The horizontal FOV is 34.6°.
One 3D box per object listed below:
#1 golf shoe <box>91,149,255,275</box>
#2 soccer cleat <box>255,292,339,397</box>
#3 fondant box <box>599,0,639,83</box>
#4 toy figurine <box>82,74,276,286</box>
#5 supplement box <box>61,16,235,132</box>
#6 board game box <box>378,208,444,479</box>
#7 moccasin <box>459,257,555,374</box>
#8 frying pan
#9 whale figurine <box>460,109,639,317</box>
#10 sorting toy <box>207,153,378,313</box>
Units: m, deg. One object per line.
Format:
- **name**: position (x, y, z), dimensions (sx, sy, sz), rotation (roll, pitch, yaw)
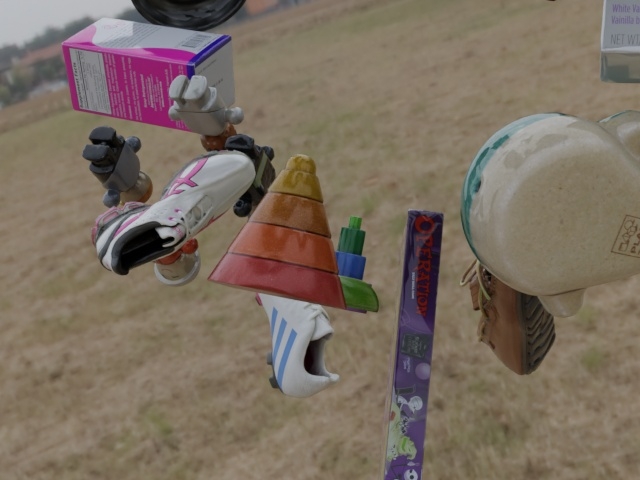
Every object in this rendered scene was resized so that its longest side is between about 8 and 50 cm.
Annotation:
- **golf shoe**: position (-0.142, -0.023, 1.051), dimensions (0.186, 0.067, 0.086), rotation (-33, 37, -5)
- **soccer cleat**: position (-0.042, 0.127, 1.924), dimensions (0.143, 0.331, 0.116), rotation (-14, -3, 34)
- **fondant box**: position (0.399, -0.315, 0.976), dimensions (0.238, 0.330, 0.096), rotation (5, -10, 17)
- **toy figurine**: position (-0.163, -0.074, 1.263), dimensions (0.213, 0.148, 0.209), rotation (-35, 56, -3)
- **supplement box**: position (-0.247, -0.243, 1.489), dimensions (0.220, 0.114, 0.111), rotation (14, 36, 20)
- **board game box**: position (0.103, 0.157, 1.218), dimensions (0.056, 0.347, 0.208), rotation (7, -14, -1)
- **moccasin**: position (0.271, 0.058, 1.488), dimensions (0.147, 0.380, 0.139), rotation (29, 72, 24)
- **frying pan**: position (-0.259, -0.385, 1.558), dimensions (0.326, 0.197, 0.053), rotation (-20, 45, -2)
- **whale figurine**: position (0.264, -0.030, 1.020), dimensions (0.272, 0.216, 0.141), rotation (10, 17, -21)
- **sorting toy**: position (0.000, 0.000, 0.993), dimensions (0.127, 0.126, 0.365), rotation (10, -3, 13)
